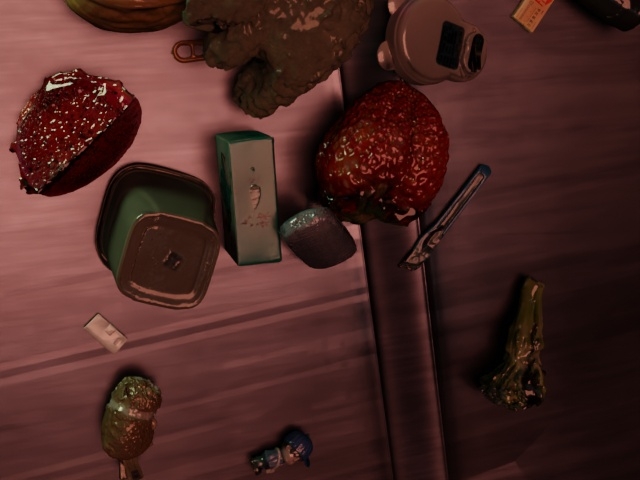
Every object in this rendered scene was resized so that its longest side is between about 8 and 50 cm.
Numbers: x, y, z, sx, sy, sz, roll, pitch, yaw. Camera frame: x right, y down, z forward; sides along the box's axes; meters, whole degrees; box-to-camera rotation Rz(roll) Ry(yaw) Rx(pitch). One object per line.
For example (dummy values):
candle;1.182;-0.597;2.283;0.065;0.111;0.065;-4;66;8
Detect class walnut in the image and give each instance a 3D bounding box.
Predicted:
walnut;-0.326;-0.473;1.574;0.261;0.225;0.225;-8;104;-23

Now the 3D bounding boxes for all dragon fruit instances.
dragon fruit;-0.446;-0.189;1.637;0.261;0.163;0.189;-45;139;-1

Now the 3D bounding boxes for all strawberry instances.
strawberry;0.117;-0.173;1.771;0.250;0.238;0.288;7;86;-23

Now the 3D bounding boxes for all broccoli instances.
broccoli;0.454;0.232;2.024;0.145;0.165;0.304;13;84;11

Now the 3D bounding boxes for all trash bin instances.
trash bin;-0.294;-0.003;1.664;0.219;0.250;0.219;13;104;-20

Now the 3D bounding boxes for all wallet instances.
wallet;-0.428;0.187;1.787;0.044;0.011;0.083;-46;110;-4

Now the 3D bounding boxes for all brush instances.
brush;-0.137;-0.383;1.757;0.314;0.017;0.090;-8;104;-15

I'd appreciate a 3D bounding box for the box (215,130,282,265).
box;-0.141;-0.086;1.744;0.092;0.153;0.245;-6;102;-15

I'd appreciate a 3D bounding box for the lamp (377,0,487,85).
lamp;0.226;-0.400;1.820;0.246;0.108;0.180;12;94;-27

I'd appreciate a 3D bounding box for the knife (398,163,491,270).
knife;0.275;-0.049;1.954;0.044;0.026;0.296;37;89;-9

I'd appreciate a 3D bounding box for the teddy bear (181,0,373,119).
teddy bear;-0.088;-0.436;1.607;0.357;0.224;0.367;-46;123;0

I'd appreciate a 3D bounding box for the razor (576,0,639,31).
razor;0.582;-0.598;1.891;0.327;0.107;0.189;31;91;-20

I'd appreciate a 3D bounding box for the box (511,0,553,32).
box;0.457;-0.501;1.921;0.058;0.015;0.093;34;91;-19

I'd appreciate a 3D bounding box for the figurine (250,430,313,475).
figurine;-0.083;0.458;1.934;0.136;0.077;0.079;-10;70;0

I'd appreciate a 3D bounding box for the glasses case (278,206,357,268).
glasses case;0.000;0.000;1.763;0.109;0.282;0.067;-23;72;8

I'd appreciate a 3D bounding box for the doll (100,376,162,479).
doll;-0.386;0.376;1.794;0.115;0.105;0.221;-11;119;-58
